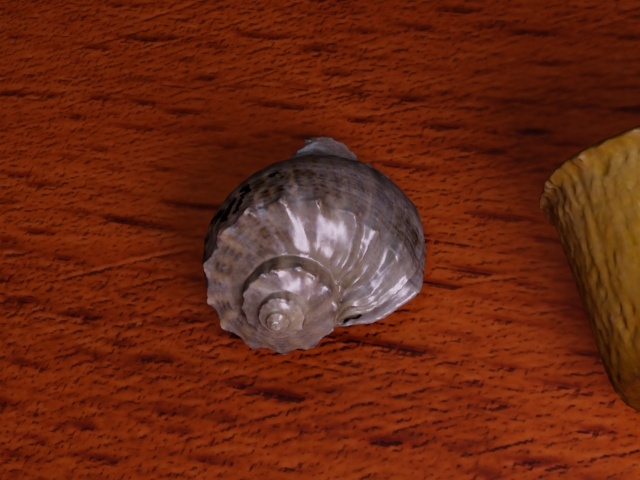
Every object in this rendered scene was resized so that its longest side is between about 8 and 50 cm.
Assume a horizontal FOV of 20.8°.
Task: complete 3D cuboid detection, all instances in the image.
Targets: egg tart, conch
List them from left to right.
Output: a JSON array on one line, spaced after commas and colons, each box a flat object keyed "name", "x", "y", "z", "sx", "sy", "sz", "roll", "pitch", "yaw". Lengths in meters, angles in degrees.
[{"name": "conch", "x": 0.000, "y": 0.000, "z": 1.254, "sx": 0.155, "sy": 0.130, "sz": 0.207, "roll": 23, "pitch": 36, "yaw": -2}, {"name": "egg tart", "x": 0.246, "y": 0.013, "z": 1.072, "sx": 0.215, "sy": 0.215, "sz": 0.171, "roll": -9, "pitch": 68, "yaw": 16}]
